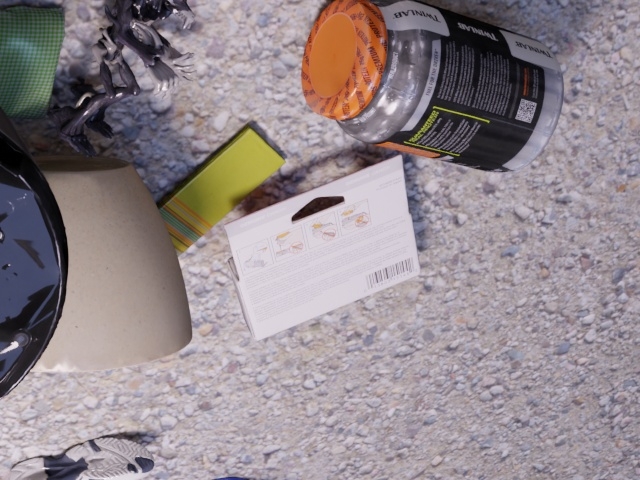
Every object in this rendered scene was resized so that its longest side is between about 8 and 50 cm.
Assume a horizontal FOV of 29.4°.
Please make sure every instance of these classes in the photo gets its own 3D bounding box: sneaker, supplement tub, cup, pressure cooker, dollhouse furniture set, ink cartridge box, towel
[{"bbox_3d":[-0.389,0.422,2.028,0.235,0.094,0.153,-15,133,-15],"label":"sneaker"},{"bbox_3d":[0.156,-0.220,1.705,0.338,0.207,0.207,10,121,-33],"label":"supplement tub"},{"bbox_3d":[-0.333,0.013,1.610,0.331,0.331,0.237,-3,101,-25],"label":"cup"},{"bbox_3d":[-0.476,-0.017,1.303,0.375,0.420,0.370,24,100,-29],"label":"pressure cooker"},{"bbox_3d":[-0.388,-0.242,1.448,0.197,0.151,0.301,-1,126,-26],"label":"dollhouse furniture set"},{"bbox_3d":[0.000,0.000,1.901,0.296,0.066,0.261,-22,133,-10],"label":"ink cartridge box"},{"bbox_3d":[-0.166,-0.067,1.797,0.237,0.021,0.102,-41,139,7],"label":"towel"}]

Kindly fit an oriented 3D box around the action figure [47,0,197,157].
[{"bbox_3d":[-0.223,-0.237,1.536,0.141,0.164,0.276,39,114,1],"label":"action figure"}]

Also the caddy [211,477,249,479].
[{"bbox_3d":[-0.214,0.573,2.181,0.341,0.179,0.241,-7,130,-22],"label":"caddy"}]
